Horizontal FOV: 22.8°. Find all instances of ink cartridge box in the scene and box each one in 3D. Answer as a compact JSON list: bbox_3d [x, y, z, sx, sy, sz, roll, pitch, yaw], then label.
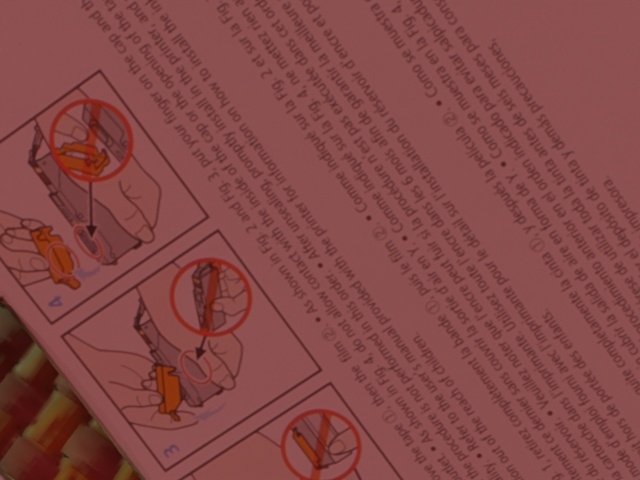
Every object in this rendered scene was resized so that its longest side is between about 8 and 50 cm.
[{"bbox_3d":[0.000,0.000,0.468,0.261,0.066,0.296,-33,101,14],"label":"ink cartridge box"}]
